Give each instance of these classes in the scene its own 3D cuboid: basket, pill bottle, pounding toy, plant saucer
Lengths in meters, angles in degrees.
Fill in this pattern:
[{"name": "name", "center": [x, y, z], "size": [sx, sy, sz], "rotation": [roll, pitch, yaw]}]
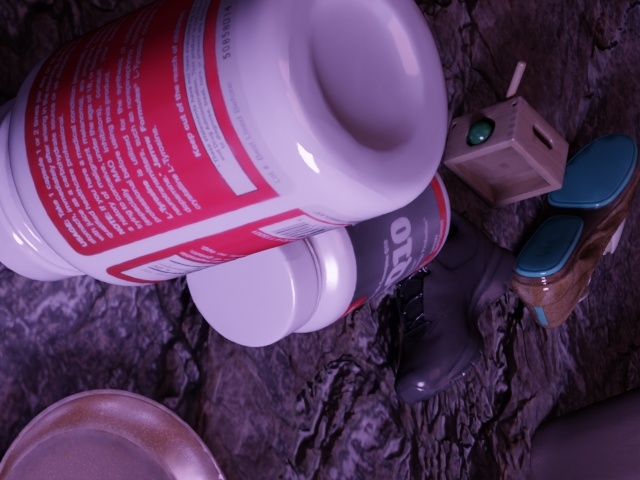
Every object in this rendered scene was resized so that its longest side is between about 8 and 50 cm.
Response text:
[{"name": "basket", "center": [0.388, 0.268, 1.954], "size": [0.204, 0.227, 0.154], "rotation": [58, 41, -16]}, {"name": "pill bottle", "center": [0.000, 0.000, 1.644], "size": [0.283, 0.161, 0.161], "rotation": [-29, 100, -50]}, {"name": "pounding toy", "center": [0.235, -0.132, 1.992], "size": [0.141, 0.130, 0.100], "rotation": [40, 50, -34]}, {"name": "plant saucer", "center": [-0.189, 0.289, 1.408], "size": [0.310, 0.050, 0.310], "rotation": [20, 63, -45]}, {"name": "pill bottle", "center": [-0.114, -0.090, 1.347], "size": [0.229, 0.408, 0.229], "rotation": [21, 62, -45]}]

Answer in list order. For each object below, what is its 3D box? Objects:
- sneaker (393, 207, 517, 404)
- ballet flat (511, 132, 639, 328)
[{"name": "sneaker", "center": [0.129, 0.074, 1.835], "size": [0.130, 0.109, 0.286], "rotation": [46, 39, -16]}, {"name": "ballet flat", "center": [0.348, -0.005, 2.112], "size": [0.342, 0.116, 0.124], "rotation": [-55, 139, -44]}]
